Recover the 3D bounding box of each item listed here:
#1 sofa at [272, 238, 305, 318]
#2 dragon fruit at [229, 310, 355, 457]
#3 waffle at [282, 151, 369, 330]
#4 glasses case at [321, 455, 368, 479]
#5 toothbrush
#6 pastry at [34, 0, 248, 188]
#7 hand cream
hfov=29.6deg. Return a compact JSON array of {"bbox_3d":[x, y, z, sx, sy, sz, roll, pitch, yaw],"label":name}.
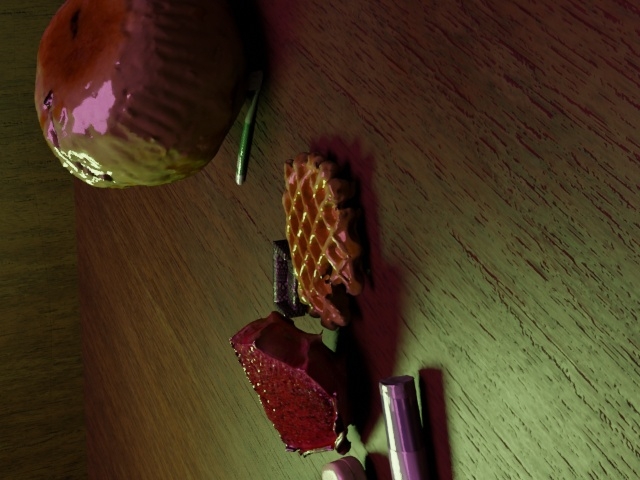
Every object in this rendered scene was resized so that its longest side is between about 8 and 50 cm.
[{"bbox_3d":[-0.051,0.062,1.940,0.060,0.039,0.118,-138,43,-57],"label":"sofa"},{"bbox_3d":[-0.005,0.211,1.799,0.161,0.126,0.274,11,138,38],"label":"dragon fruit"},{"bbox_3d":[-0.002,0.000,1.774,0.250,0.056,0.261,-166,66,-67],"label":"waffle"},{"bbox_3d":[0.055,0.418,1.788,0.083,0.050,0.196,-33,73,63],"label":"glasses case"},{"bbox_3d":[-0.124,-0.188,2.049,0.257,0.024,0.018,103,150,-47],"label":"toothbrush"},{"bbox_3d":[-0.287,-0.264,2.013,0.388,0.312,0.389,-20,61,40],"label":"pastry"},{"bbox_3d":[0.120,0.306,1.598,0.079,0.048,0.255,-175,76,-67],"label":"hand cream"}]
